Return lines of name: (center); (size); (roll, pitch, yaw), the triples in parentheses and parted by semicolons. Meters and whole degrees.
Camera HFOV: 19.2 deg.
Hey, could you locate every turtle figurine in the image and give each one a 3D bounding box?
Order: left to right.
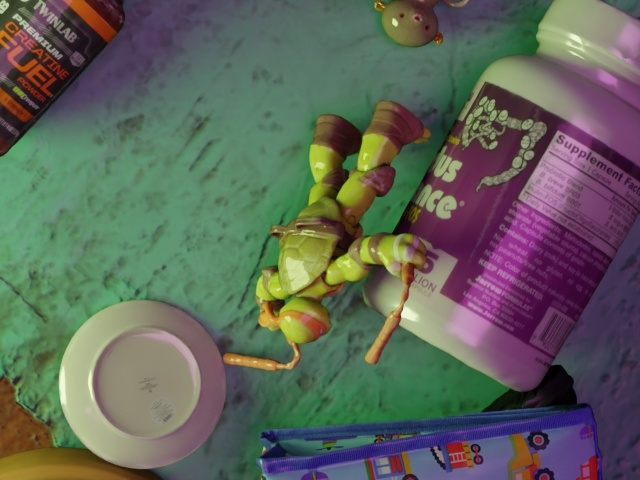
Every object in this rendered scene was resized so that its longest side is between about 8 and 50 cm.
turtle figurine: (0.000, 0.000, 1.510); (0.087, 0.269, 0.217); (28, 64, -21)

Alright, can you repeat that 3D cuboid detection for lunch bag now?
lunch bag: (0.108, 0.252, 1.493); (0.293, 0.138, 0.221); (-6, 95, 0)

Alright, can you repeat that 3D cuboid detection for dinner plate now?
dinner plate: (-0.146, 0.118, 1.566); (0.141, 0.017, 0.141); (2, 83, -16)

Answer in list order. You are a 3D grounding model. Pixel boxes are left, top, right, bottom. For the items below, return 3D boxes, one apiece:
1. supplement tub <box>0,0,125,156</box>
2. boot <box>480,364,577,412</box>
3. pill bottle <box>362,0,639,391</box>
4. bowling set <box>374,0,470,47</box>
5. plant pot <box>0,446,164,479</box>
supplement tub: (-0.229, -0.169, 1.508); (0.106, 0.106, 0.198); (42, 89, -7)
boot: (0.175, 0.253, 1.587); (0.246, 0.094, 0.207); (-44, 94, 6)
pill bottle: (0.173, -0.043, 1.528); (0.169, 0.169, 0.301); (30, 90, -7)
bowling set: (0.006, -0.272, 1.484); (0.287, 0.200, 0.154); (25, 93, -3)
plant pot: (-0.207, 0.326, 1.501); (0.291, 0.203, 0.291); (-1, 95, -7)
